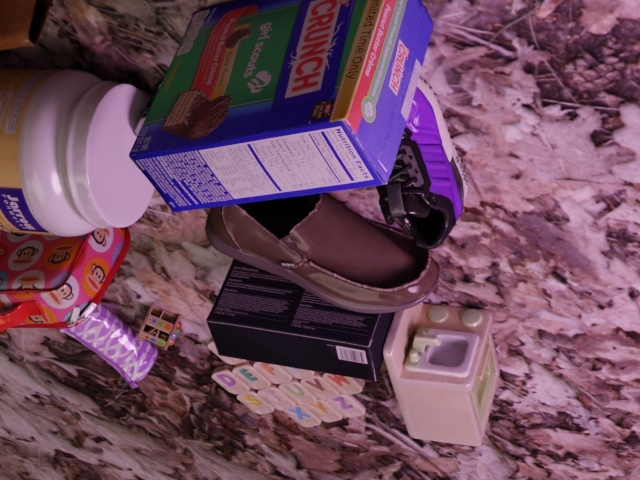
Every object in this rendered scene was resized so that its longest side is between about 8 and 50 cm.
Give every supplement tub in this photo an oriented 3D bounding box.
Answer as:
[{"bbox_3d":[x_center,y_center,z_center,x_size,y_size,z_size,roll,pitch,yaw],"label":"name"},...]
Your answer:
[{"bbox_3d":[-0.425,-0.129,1.879,0.331,0.241,0.241,4,140,22],"label":"supplement tub"}]

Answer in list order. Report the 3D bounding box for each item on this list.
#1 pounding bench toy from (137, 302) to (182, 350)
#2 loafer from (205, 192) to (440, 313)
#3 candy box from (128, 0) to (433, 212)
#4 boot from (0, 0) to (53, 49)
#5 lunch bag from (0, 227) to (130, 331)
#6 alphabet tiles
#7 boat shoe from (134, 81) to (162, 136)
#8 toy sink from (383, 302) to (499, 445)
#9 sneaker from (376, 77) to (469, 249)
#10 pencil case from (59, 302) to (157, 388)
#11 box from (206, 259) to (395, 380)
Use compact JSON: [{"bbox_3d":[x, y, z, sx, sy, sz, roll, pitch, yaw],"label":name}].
[{"bbox_3d":[-0.288,0.163,2.331,0.065,0.052,0.083,24,143,-4],"label":"pounding bench toy"},{"bbox_3d":[0.000,0.000,1.920,0.366,0.134,0.130,16,143,7],"label":"loafer"},{"bbox_3d":[-0.045,-0.185,1.603,0.317,0.268,0.122,-6,139,31],"label":"candy box"},{"bbox_3d":[-0.480,-0.247,1.747,0.280,0.264,0.096,-2,141,31],"label":"boot"},{"bbox_3d":[-0.474,0.045,2.103,0.293,0.258,0.120,-2,137,28],"label":"lunch bag"},{"bbox_3d":[-0.062,0.253,2.360,0.284,0.021,0.278,-19,127,41],"label":"alphabet tiles"},{"bbox_3d":[-0.108,-0.161,1.809,0.303,0.091,0.114,12,162,9],"label":"boat shoe"},{"bbox_3d":[0.200,0.193,2.051,0.131,0.152,0.234,4,139,22],"label":"toy sink"},{"bbox_3d":[0.113,-0.102,1.730,0.102,0.146,0.293,-7,135,32],"label":"sneaker"},{"bbox_3d":[-0.393,0.176,2.368,0.206,0.088,0.086,40,141,-24],"label":"pencil case"},{"bbox_3d":[-0.018,0.100,2.014,0.261,0.184,0.103,8,143,17],"label":"box"}]
